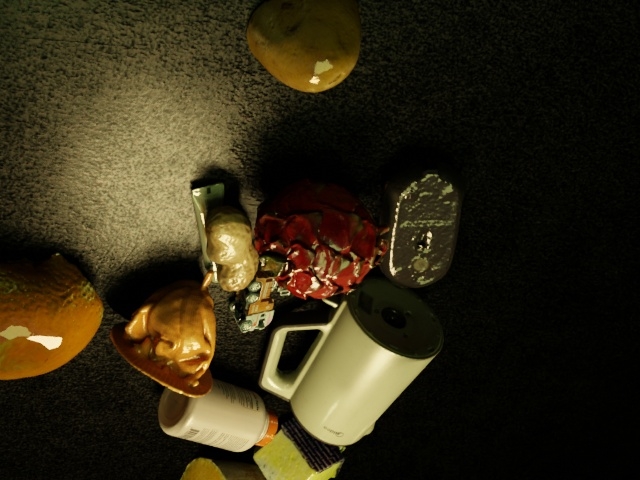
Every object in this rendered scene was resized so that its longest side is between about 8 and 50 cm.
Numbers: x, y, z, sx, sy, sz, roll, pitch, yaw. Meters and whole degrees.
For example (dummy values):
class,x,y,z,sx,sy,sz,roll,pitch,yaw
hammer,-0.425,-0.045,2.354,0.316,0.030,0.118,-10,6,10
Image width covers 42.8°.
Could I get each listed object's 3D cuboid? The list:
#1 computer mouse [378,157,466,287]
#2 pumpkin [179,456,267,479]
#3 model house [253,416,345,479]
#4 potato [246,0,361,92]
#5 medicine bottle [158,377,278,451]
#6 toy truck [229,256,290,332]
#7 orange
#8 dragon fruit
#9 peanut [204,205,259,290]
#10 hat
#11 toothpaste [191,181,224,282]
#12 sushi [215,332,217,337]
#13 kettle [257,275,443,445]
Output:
class,x,y,z,sx,sy,sz,roll,pitch,yaw
computer mouse,0.213,-0.039,1.779,0.183,0.116,0.323,-4,125,-13
pumpkin,-0.244,0.752,2.226,0.199,0.332,0.332,6,130,-40
model house,-0.042,0.581,2.217,0.211,0.194,0.170,-45,145,6
potato,-0.008,-0.331,1.402,0.204,0.158,0.178,-10,135,-17
medicine bottle,-0.243,0.431,2.016,0.289,0.157,0.157,27,118,-37
toy truck,-0.131,0.119,1.827,0.115,0.080,0.177,-6,132,-29
orange,-0.610,0.170,1.643,0.335,0.196,0.262,6,143,-34
dragon fruit,0.000,0.000,1.651,0.299,0.244,0.244,13,125,-35
peanut,-0.181,0.020,1.670,0.104,0.085,0.227,-32,140,-18
hat,-0.282,0.163,1.738,0.233,0.244,0.233,18,109,-42
toothpaste,-0.224,-0.012,1.696,0.067,0.037,0.255,-13,132,-16
sushi,-0.283,0.228,1.892,0.083,0.044,0.046,-39,134,14
kettle,0.046,0.281,1.956,0.361,0.250,0.376,23,125,-11
